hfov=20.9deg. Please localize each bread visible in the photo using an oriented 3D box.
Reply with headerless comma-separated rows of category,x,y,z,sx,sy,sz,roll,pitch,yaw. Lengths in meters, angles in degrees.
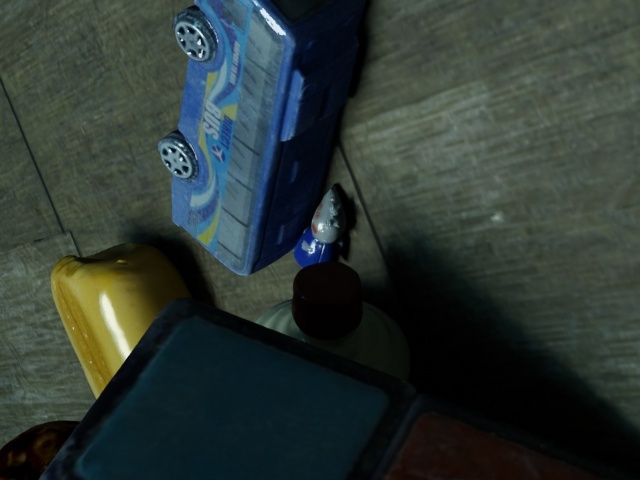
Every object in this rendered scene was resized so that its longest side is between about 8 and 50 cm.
bread,-0.131,0.081,1.312,0.134,0.085,0.173,-2,112,64

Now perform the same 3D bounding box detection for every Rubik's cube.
Rubik's cube,-0.019,0.274,0.926,0.316,0.318,0.313,20,137,15

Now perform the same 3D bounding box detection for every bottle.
bottle,0.003,0.114,1.085,0.104,0.104,0.245,42,145,37

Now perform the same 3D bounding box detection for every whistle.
whistle,0.000,0.000,1.080,0.083,0.029,0.033,111,165,-48

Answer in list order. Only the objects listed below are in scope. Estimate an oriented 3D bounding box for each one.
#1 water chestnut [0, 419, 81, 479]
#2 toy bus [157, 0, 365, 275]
water chestnut,-0.195,0.282,1.431,0.244,0.289,0.289,-42,72,27
toy bus,-0.034,-0.083,1.026,0.094,0.079,0.236,36,145,16
